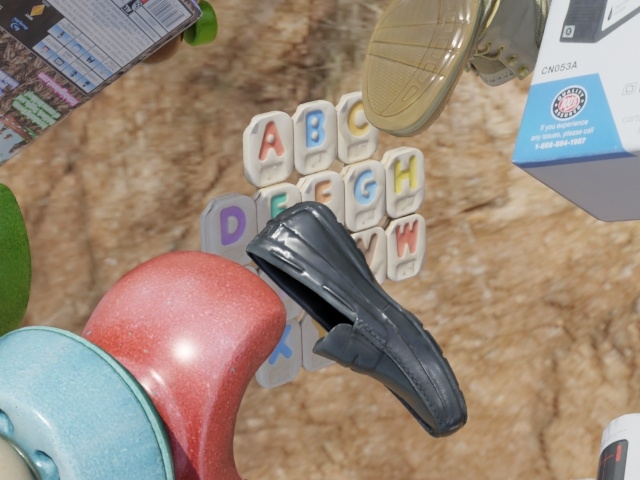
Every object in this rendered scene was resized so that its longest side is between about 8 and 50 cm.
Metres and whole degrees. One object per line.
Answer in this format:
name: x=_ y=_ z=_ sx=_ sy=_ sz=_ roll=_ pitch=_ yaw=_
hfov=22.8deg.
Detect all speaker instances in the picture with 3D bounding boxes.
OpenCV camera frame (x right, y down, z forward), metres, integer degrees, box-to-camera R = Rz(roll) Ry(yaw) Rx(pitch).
speaker: x=0.200 y=0.173 z=1.009 sx=0.055 sy=0.136 sz=0.055 roll=8 pitch=127 yaw=11

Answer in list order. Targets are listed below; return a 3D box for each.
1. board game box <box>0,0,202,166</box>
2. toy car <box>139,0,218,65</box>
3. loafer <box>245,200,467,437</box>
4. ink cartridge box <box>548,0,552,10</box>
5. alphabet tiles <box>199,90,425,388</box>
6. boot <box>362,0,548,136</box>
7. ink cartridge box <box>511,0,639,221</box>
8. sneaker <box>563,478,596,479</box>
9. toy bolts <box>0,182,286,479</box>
board game box: x=-0.269 y=-0.165 z=1.115 sx=0.291 sy=0.232 sz=0.141 roll=-36 pitch=69 yaw=4
toy car: x=-0.180 y=-0.290 z=1.731 sx=0.188 sy=0.155 sz=0.149 roll=-41 pitch=68 yaw=59
loafer: x=0.028 y=0.071 z=1.254 sx=0.078 sy=0.076 sz=0.223 roll=-37 pitch=85 yaw=-21
ink cartridge box: x=0.320 y=-0.152 z=1.517 sx=0.069 sy=0.175 sz=0.371 roll=-18 pitch=59 yaw=-8
alphabet tiles: x=0.000 y=0.000 z=1.564 sx=0.021 sy=0.284 sz=0.278 roll=18 pitch=117 yaw=46
boot: x=0.136 y=-0.184 z=1.501 sx=0.095 sy=0.203 sz=0.262 roll=10 pitch=72 yaw=27
ink cartridge box: x=0.300 y=-0.182 z=1.237 sx=0.223 sy=0.129 sz=0.307 roll=-5 pitch=64 yaw=50
sneaker: x=0.234 y=0.232 z=1.149 sx=0.092 sy=0.229 sz=0.087 roll=-22 pitch=56 yaw=43
toy bolts: x=-0.142 y=0.082 z=0.542 sx=0.228 sy=0.158 sz=0.218 roll=10 pitch=108 yaw=33
